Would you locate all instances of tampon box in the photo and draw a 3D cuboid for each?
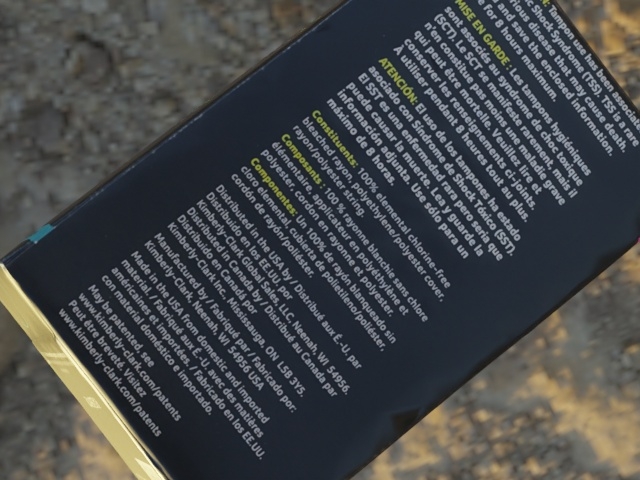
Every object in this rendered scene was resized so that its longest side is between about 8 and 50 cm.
[{"bbox_3d":[0.000,0.000,0.542,0.101,0.161,0.120,53,169,-4],"label":"tampon box"}]
